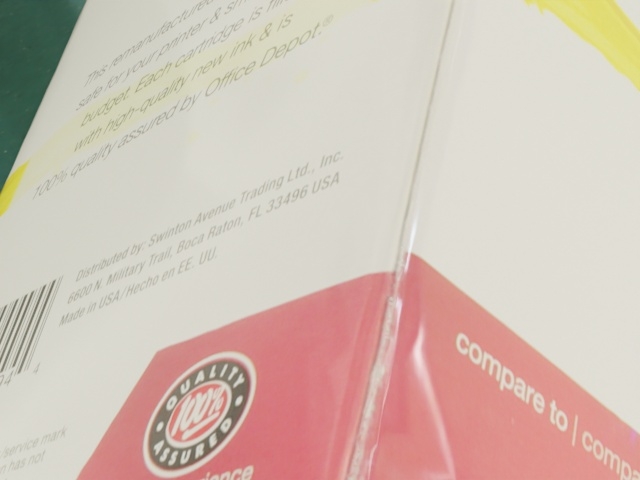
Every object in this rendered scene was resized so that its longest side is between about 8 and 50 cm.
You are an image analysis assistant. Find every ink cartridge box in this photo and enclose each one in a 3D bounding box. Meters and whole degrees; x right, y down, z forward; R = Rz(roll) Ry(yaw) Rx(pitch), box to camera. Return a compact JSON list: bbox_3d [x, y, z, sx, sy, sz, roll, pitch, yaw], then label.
[{"bbox_3d":[0.000,0.000,0.540,0.160,0.279,0.384,37,50,-29],"label":"ink cartridge box"}]

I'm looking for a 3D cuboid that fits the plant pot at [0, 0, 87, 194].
[{"bbox_3d":[-0.273,-0.087,0.828,0.196,0.293,0.293,-29,112,32],"label":"plant pot"}]
